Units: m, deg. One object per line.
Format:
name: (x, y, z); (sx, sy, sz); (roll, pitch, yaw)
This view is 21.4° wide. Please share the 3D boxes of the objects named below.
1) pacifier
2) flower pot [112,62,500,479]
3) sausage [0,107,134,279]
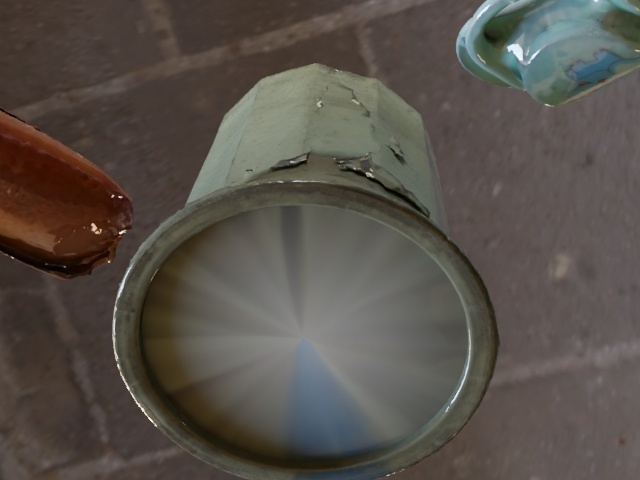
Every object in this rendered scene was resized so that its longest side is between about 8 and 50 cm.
pacifier: (0.135, -0.140, 0.922); (0.150, 0.127, 0.116); (-30, 60, 48)
flower pot: (0.000, 0.000, 0.995); (0.212, 0.202, 0.212); (3, 128, 4)
sausage: (-0.291, -0.075, 1.254); (0.330, 0.102, 0.102); (28, 108, -21)
